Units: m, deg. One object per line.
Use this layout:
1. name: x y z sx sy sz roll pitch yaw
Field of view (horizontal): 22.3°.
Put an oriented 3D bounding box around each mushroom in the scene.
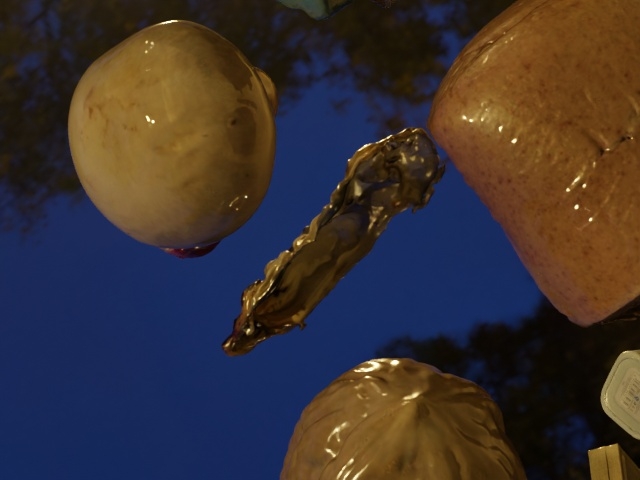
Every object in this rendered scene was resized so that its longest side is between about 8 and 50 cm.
1. mushroom: -0.125 -0.089 1.450 0.209 0.206 0.206 32 -142 -71

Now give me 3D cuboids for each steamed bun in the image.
1. steamed bun: 0.244 -0.089 1.158 0.301 0.199 0.251 -28 -94 -50

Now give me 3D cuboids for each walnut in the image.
1. walnut: 0.053 0.166 1.023 0.178 0.230 0.178 0 -131 -1

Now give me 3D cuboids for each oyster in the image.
1. oyster: 0.002 0.000 1.820 0.078 0.345 0.128 51 -162 29

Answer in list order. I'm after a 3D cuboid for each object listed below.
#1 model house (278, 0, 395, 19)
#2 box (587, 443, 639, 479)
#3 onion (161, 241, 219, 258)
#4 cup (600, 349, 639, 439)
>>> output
1. model house: 0.065 -0.409 1.380 0.343 0.382 0.334 57 -139 -8
2. box: 0.301 0.259 1.623 0.079 0.035 0.083 47 -146 -44
3. onion: -0.144 -0.034 1.784 0.107 0.097 0.107 -2 -87 -37
4. cup: 0.408 0.160 1.863 0.129 0.128 0.095 -2 -147 -42
